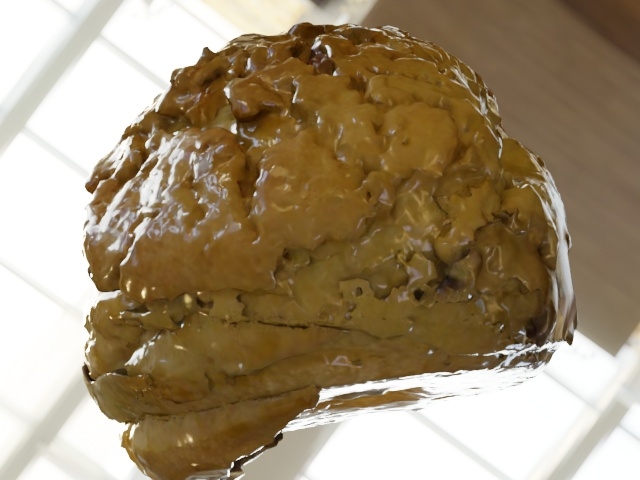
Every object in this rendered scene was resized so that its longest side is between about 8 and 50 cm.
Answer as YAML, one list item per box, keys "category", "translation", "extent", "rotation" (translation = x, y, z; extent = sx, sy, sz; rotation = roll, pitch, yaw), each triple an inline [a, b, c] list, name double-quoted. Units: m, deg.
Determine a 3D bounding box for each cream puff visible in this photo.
- category: "cream puff"
  translation: [0.000, 0.000, 0.449]
  extent: [0.133, 0.119, 0.104]
  rotation: [118, 140, -73]
